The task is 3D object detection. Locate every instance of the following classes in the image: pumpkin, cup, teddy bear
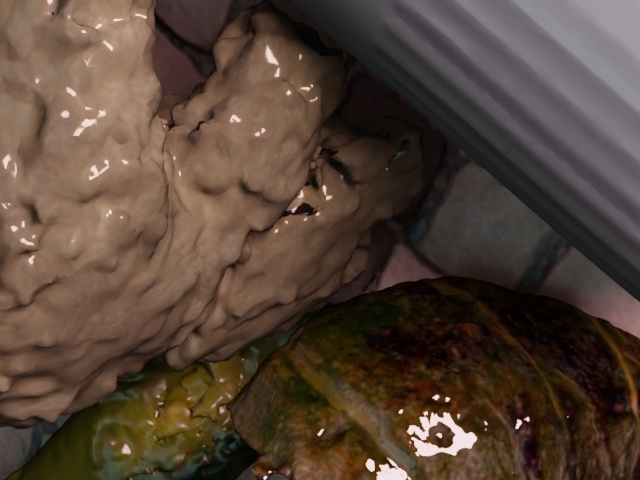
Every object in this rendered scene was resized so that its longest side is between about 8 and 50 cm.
[{"bbox_3d":[0.087,0.099,1.047,0.278,0.163,0.111,22,113,14],"label":"pumpkin"},{"bbox_3d":[0.151,-0.177,0.891,0.331,0.257,0.311,-45,77,-4],"label":"cup"},{"bbox_3d":[-0.120,-0.023,1.038,0.357,0.367,0.224,-33,70,30],"label":"teddy bear"}]

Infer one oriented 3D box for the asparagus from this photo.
[{"bbox_3d":[-0.129,0.154,1.278,0.382,0.128,0.108,-44,37,37],"label":"asparagus"}]
